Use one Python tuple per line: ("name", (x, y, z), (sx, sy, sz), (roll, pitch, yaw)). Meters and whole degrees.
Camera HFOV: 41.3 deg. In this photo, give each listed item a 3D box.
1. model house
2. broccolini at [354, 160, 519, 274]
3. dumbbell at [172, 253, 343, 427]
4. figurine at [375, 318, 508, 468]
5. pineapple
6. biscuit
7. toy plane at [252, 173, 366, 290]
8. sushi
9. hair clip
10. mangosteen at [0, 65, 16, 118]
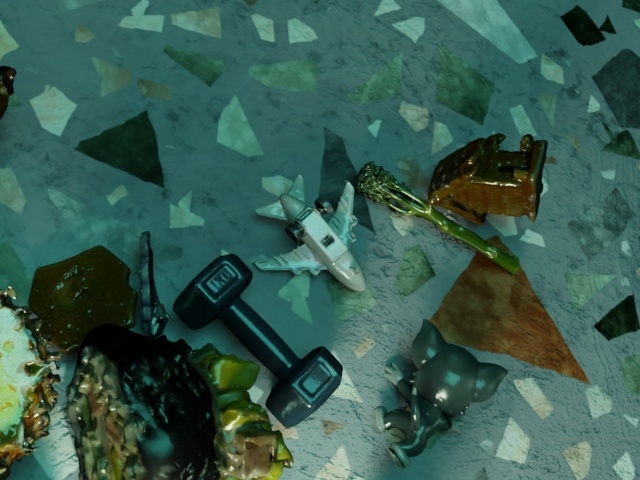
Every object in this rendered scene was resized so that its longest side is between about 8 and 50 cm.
("model house", (0.342, -0.140, 1.730), (0.229, 0.219, 0.199), (4, 55, 13))
("broccolini", (0.245, -0.047, 1.761), (0.392, 0.079, 0.074), (31, 54, -13))
("dumbbell", (-0.108, 0.176, 1.510), (0.316, 0.156, 0.143), (46, 34, 1))
("figurine", (0.194, 0.287, 1.574), (0.193, 0.140, 0.265), (37, 48, 16))
("pineapple", (-0.560, 0.225, 1.256), (0.352, 0.300, 0.352), (6, 68, -16))
("biscuit", (-0.401, 0.115, 1.460), (0.182, 0.034, 0.215), (-23, 60, -12))
("toy plane", (0.000, -0.001, 1.631), (0.251, 0.101, 0.255), (-41, 87, -14))
("sushi", (-0.228, 0.293, 1.348), (0.285, 0.328, 0.328), (-9, 58, -34))
("hair clip", (-0.295, 0.073, 1.494), (0.052, 0.124, 0.195), (-4, 72, -15))
("mangosteen", (-0.632, -0.276, 1.433), (0.231, 0.289, 0.231), (19, 68, -57))
